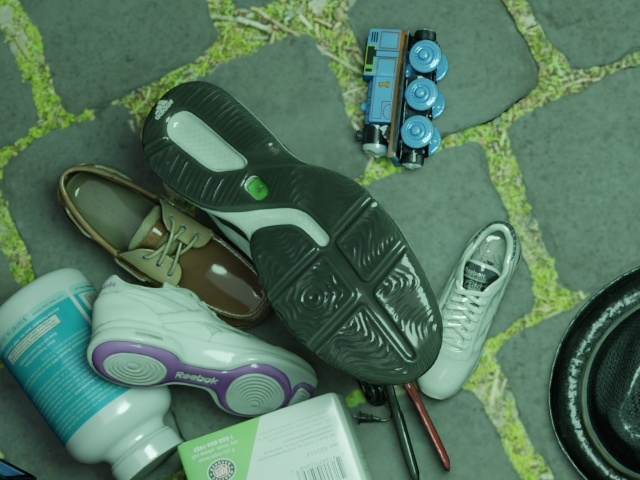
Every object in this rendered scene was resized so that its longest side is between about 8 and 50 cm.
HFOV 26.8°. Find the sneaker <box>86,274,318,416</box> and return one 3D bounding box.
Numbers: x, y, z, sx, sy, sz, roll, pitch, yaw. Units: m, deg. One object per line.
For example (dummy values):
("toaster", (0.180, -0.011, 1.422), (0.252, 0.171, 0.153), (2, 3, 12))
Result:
("sneaker", (-0.135, 0.119, 1.630), (0.114, 0.305, 0.152), (-49, 34, 34))

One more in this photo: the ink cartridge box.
("ink cartridge box", (-0.015, 0.382, 1.609), (0.207, 0.119, 0.353), (-19, 79, 3))

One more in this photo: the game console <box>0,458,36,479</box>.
("game console", (-0.409, 0.242, 1.659), (0.124, 0.144, 0.085), (25, 86, 9))

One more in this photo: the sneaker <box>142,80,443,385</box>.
("sneaker", (0.000, -0.001, 1.586), (0.169, 0.257, 0.447), (-46, 69, 5))

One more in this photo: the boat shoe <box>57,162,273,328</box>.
("boat shoe", (-0.202, 0.007, 1.688), (0.324, 0.116, 0.123), (29, 85, 9))

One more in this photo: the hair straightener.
("hair straightener", (0.078, 0.195, 1.665), (0.089, 0.047, 0.230), (-24, 79, 1))

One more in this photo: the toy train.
("toy train", (0.103, -0.182, 1.710), (0.105, 0.080, 0.184), (5, 84, 16))

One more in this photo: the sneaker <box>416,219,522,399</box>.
("sneaker", (0.177, 0.083, 1.650), (0.090, 0.095, 0.235), (22, 85, 7))

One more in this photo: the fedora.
("fedora", (0.431, 0.161, 1.573), (0.334, 0.152, 0.334), (-2, 76, 8))

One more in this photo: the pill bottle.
("pill bottle", (-0.284, 0.174, 1.656), (0.146, 0.146, 0.264), (-38, 79, -1))
